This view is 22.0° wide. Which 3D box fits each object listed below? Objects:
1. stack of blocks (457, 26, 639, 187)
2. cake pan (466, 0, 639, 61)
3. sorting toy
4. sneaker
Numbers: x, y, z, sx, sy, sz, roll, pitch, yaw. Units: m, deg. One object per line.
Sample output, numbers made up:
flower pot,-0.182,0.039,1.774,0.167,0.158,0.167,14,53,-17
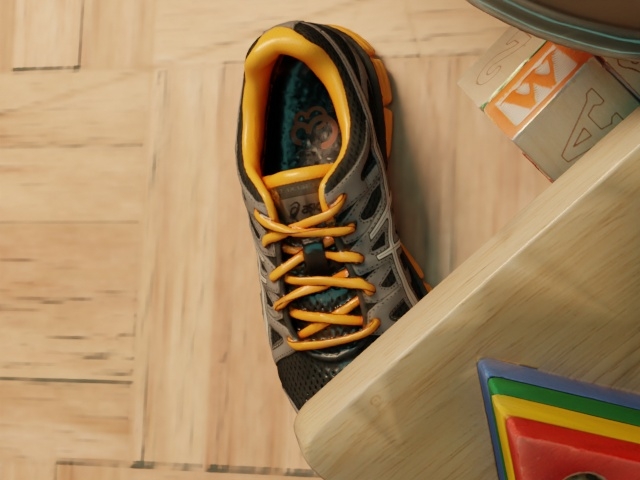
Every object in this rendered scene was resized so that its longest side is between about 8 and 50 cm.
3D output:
stack of blocks,0.222,-0.102,0.642,0.297,0.087,0.171,-45,110,7
cake pan,0.122,-0.203,0.519,0.293,0.054,0.293,1,94,11
sorting toy,0.171,0.082,0.604,0.257,0.089,0.255,-42,112,9
sneaker,0.000,0.000,0.749,0.084,0.083,0.215,-14,80,14
